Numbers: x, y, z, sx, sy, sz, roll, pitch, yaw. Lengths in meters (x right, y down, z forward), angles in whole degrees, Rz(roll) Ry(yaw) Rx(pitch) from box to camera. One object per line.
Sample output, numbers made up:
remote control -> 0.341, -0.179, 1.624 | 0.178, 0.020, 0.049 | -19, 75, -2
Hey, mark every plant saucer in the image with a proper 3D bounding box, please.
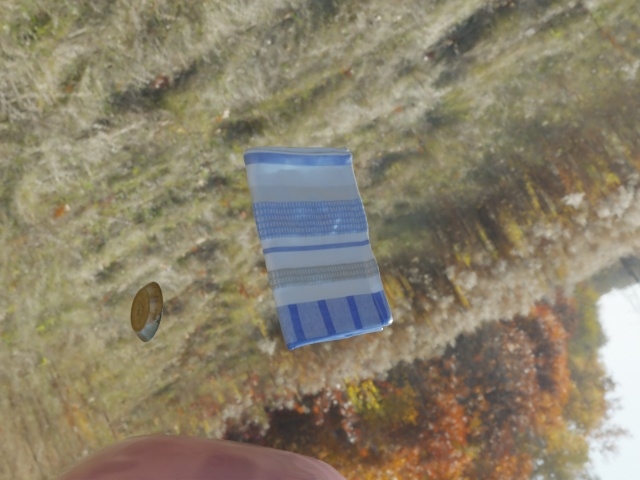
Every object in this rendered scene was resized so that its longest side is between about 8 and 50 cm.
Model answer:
plant saucer -> -0.239, 0.096, 1.090 | 0.015, 0.083, 0.083 | 12, 144, -36

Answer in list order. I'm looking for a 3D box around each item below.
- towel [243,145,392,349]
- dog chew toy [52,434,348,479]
towel -> 0.000, 0.000, 1.135 | 0.209, 0.285, 0.034 | -4, 168, -45
dog chew toy -> -0.067, 0.261, 0.348 | 0.206, 0.332, 0.206 | 7, 157, 3
